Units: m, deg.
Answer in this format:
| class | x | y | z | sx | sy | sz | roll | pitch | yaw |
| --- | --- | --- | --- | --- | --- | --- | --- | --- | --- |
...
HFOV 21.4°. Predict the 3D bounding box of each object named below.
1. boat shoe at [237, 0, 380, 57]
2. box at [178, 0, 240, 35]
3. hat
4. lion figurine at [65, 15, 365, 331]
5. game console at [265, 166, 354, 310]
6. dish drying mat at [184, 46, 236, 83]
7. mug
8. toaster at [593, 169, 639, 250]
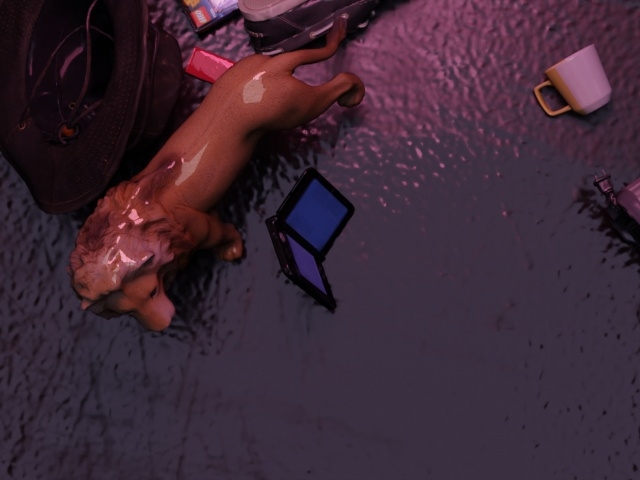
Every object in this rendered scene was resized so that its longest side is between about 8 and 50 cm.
| class | x | y | z | sx | sy | sz | roll | pitch | yaw |
| --- | --- | --- | --- | --- | --- | --- | --- | --- | --- |
| boat shoe | 0.026 | -0.270 | 1.873 | 0.233 | 0.084 | 0.079 | -22 | 123 | -6 |
| box | -0.130 | -0.310 | 1.895 | 0.094 | 0.027 | 0.137 | -28 | 85 | -1 |
| hat | -0.231 | -0.189 | 1.820 | 0.134 | 0.331 | 0.331 | 2 | 84 | -39 |
| lion figurine | -0.109 | -0.086 | 1.749 | 0.142 | 0.240 | 0.392 | 32 | 94 | 17 |
| game console | 0.000 | 0.000 | 1.811 | 0.071 | 0.122 | 0.107 | -28 | 58 | 14 |
| dish drying mat | -0.108 | -0.187 | 1.894 | 0.083 | 0.008 | 0.032 | 22 | 86 | 5 |
| mug | 0.283 | -0.171 | 1.860 | 0.062 | 0.078 | 0.064 | -33 | 94 | -33 |
| toaster | 0.411 | -0.018 | 1.802 | 0.146 | 0.129 | 0.227 | -37 | 83 | -5 |
